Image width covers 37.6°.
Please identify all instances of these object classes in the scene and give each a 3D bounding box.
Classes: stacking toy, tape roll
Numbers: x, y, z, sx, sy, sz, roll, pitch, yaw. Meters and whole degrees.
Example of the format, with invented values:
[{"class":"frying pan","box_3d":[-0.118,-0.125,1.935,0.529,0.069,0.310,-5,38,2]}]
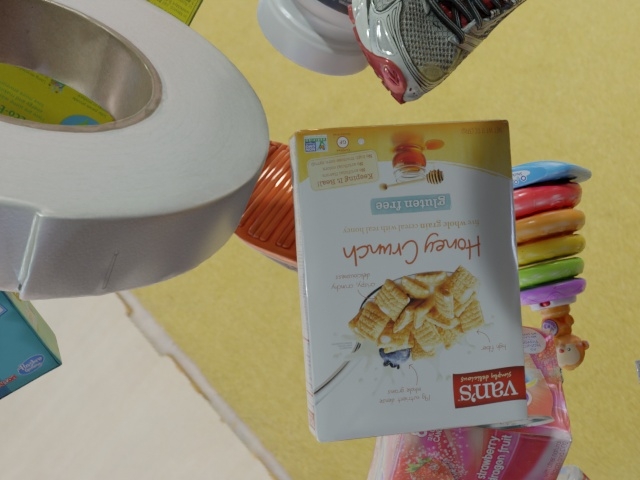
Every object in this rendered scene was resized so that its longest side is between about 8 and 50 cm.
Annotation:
[{"class":"stacking toy","box_3d":[0.327,0.042,1.374,0.175,0.166,0.301,-16,82,31]},{"class":"tape roll","box_3d":[-0.228,-0.111,0.702,0.392,0.392,0.072,56,132,41]}]

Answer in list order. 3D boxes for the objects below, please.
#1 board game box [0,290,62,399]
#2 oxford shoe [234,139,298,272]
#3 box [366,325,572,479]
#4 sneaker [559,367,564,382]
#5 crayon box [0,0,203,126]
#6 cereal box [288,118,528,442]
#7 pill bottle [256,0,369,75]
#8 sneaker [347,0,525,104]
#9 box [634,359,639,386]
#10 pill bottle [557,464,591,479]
[{"class":"board game box","box_3d":[-0.510,0.080,1.120,0.254,0.336,0.079,-30,34,-6]},{"class":"oxford shoe","box_3d":[0.000,0.000,1.105,0.364,0.132,0.130,36,79,30]},{"class":"box","box_3d":[0.131,0.231,0.939,0.154,0.300,0.142,8,39,-1]},{"class":"sneaker","box_3d":[0.415,0.233,1.688,0.058,0.052,0.135,26,115,24]},{"class":"crayon box","box_3d":[-0.276,-0.160,0.931,0.081,0.202,0.318,-24,39,64]},{"class":"cereal box","box_3d":[0.069,0.029,0.740,0.173,0.047,0.240,-5,90,-10]},{"class":"pill bottle","box_3d":[0.046,-0.296,0.865,0.278,0.162,0.162,123,146,-45]},{"class":"sneaker","box_3d":[0.096,-0.174,0.587,0.093,0.088,0.225,-4,44,48]},{"class":"box","box_3d":[0.587,0.283,1.426,0.149,0.127,0.232,-17,74,32]},{"class":"pill bottle","box_3d":[0.331,0.357,1.140,0.087,0.087,0.160,-43,91,4]}]
